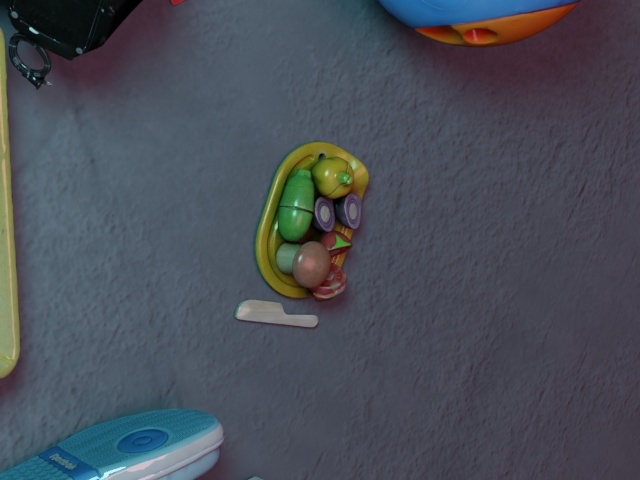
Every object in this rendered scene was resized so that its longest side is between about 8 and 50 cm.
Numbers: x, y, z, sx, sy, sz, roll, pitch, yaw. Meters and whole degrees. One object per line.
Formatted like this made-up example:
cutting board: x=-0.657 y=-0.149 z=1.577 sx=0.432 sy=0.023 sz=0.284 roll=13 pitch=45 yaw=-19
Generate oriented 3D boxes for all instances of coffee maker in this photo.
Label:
coffee maker: x=-0.205 y=-0.255 z=1.199 sx=0.120 sy=0.171 sz=0.178 roll=48 pitch=39 yaw=-15

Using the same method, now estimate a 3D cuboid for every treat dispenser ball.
treat dispenser ball: x=0.169 y=-0.348 z=1.391 sx=0.288 sy=0.288 sz=0.288 roll=-8 pitch=103 yaw=-37

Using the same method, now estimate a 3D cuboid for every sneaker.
sneaker: x=-0.222 y=0.308 z=1.311 sx=0.319 sy=0.127 sz=0.208 roll=-22 pitch=110 yaw=-23

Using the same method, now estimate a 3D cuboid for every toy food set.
toy food set: x=0.000 y=0.000 z=1.460 sx=0.128 sy=0.071 sz=0.217 roll=19 pitch=86 yaw=-39

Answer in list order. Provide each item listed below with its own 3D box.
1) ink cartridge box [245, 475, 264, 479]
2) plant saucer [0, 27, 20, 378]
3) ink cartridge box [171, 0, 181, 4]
ink cartridge box: x=-0.083 y=0.347 z=1.467 sx=0.099 sy=0.056 sz=0.135 roll=-24 pitch=111 yaw=-34
plant saucer: x=-0.404 y=-0.018 z=1.093 sx=0.333 sy=0.081 sz=0.332 roll=-15 pitch=108 yaw=-54
ink cartridge box: x=-0.099 y=-0.372 z=1.329 sx=0.181 sy=0.056 sz=0.224 roll=-28 pitch=113 yaw=-31
